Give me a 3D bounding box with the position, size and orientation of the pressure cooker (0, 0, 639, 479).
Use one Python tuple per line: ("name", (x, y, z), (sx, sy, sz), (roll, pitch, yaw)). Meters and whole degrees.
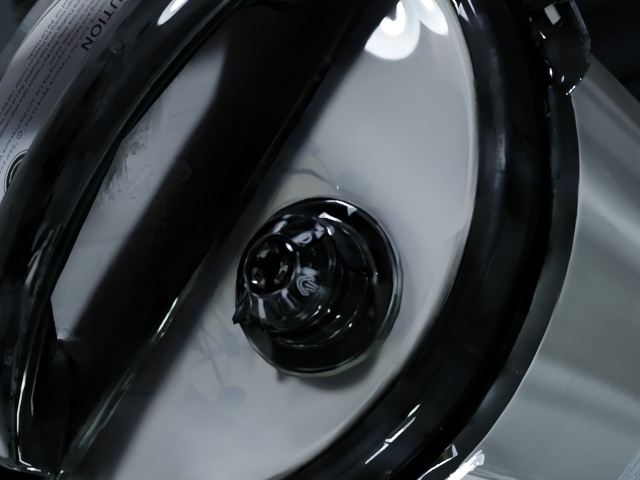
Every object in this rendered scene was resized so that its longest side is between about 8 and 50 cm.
("pressure cooker", (0.005, 0.001, 0.759), (0.420, 0.375, 0.370), (24, 57, -55))
